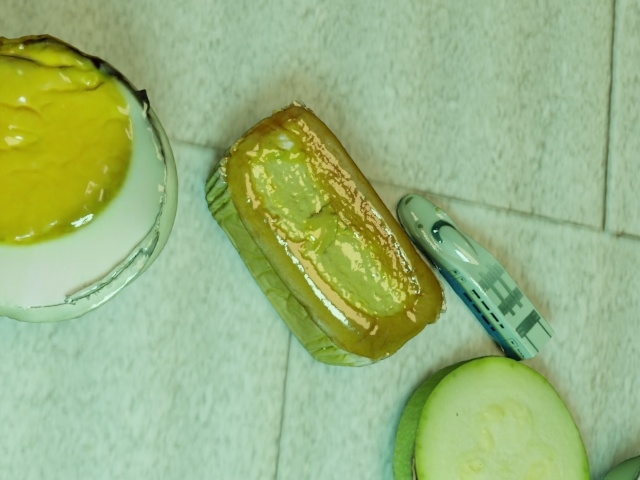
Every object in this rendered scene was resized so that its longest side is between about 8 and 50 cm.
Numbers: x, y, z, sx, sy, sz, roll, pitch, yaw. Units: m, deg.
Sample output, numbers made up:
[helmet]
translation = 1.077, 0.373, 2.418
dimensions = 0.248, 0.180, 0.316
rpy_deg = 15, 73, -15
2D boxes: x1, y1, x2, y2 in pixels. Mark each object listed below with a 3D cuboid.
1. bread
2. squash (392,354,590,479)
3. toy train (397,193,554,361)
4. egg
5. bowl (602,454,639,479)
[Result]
[bread]
translation = 0.000, 0.000, 1.517
dimensions = 0.152, 0.119, 0.288
rpy_deg = -38, 96, -29
[squash]
translation = 0.192, 0.259, 1.570
dimensions = 0.252, 0.049, 0.252
rpy_deg = 10, 72, -31
[toy train]
translation = 0.176, 0.037, 1.622
dimensions = 0.052, 0.051, 0.234
rpy_deg = -43, 99, -29
[egg]
translation = -0.275, -0.054, 1.383
dimensions = 0.286, 0.174, 0.264
rpy_deg = 27, 84, 5
[bowl]
translation = 0.390, 0.339, 1.619
dimensions = 0.211, 0.112, 0.211
rpy_deg = 5, 79, -31
